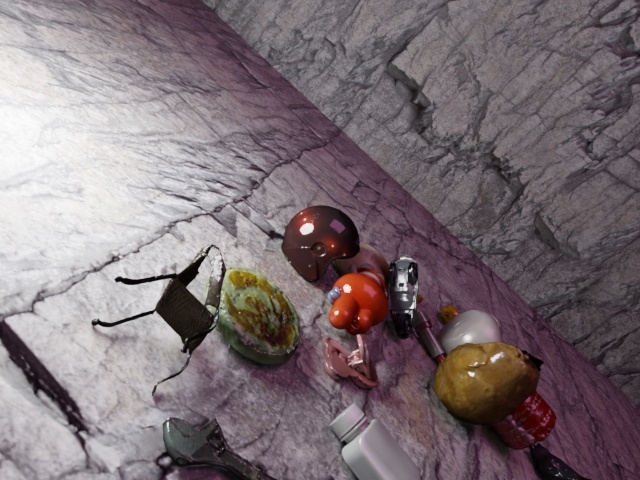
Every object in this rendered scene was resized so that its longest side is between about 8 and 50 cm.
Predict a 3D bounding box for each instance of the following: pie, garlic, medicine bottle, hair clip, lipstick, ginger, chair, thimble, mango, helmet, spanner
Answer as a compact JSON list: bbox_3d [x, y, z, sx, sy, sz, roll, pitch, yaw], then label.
[{"bbox_3d":[-0.132,0.147,0.996,0.241,0.054,0.240,35,25,-19],"label":"pie"},{"bbox_3d":[0.144,0.086,1.528,0.228,0.110,0.217,35,26,-21],"label":"garlic"},{"bbox_3d":[0.099,0.396,0.917,0.183,0.069,0.119,50,23,13],"label":"medicine bottle"},{"bbox_3d":[0.070,0.285,1.128,0.123,0.102,0.138,-98,170,-55],"label":"hair clip"},{"bbox_3d":[0.341,0.312,1.525,0.057,0.063,0.186,13,43,-50],"label":"lipstick"},{"bbox_3d":[0.426,0.377,1.296,0.201,0.222,0.269,28,-14,-13],"label":"ginger"},{"bbox_3d":[-0.220,0.104,0.779,0.149,0.174,0.213,42,32,6],"label":"chair"},{"bbox_3d":[0.566,0.499,1.404,0.125,0.163,0.189,52,-7,14],"label":"thimble"},{"bbox_3d":[0.501,0.288,1.839,0.101,0.066,0.187,46,15,29],"label":"mango"},{"bbox_3d":[0.000,0.000,1.348,0.216,0.193,0.189,2,18,11],"label":"helmet"},{"bbox_3d":[-0.093,0.352,0.720,0.325,0.026,0.093,40,22,-11],"label":"spanner"}]

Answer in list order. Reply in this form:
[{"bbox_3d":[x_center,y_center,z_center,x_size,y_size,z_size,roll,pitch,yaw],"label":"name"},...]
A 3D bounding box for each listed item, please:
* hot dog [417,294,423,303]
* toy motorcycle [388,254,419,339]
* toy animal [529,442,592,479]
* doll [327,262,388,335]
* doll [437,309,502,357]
[{"bbox_3d":[0.342,0.212,1.757,0.037,0.021,0.083,29,18,24],"label":"hot dog"},{"bbox_3d":[0.255,0.172,1.482,0.157,0.091,0.262,51,40,-61],"label":"toy motorcycle"},{"bbox_3d":[0.683,0.658,1.402,0.121,0.117,0.210,15,36,-39],"label":"toy animal"},{"bbox_3d":[0.102,0.156,1.293,0.161,0.130,0.290,44,31,-4],"label":"doll"},{"bbox_3d":[0.492,0.344,1.562,0.221,0.221,0.251,43,-12,-3],"label":"doll"}]
